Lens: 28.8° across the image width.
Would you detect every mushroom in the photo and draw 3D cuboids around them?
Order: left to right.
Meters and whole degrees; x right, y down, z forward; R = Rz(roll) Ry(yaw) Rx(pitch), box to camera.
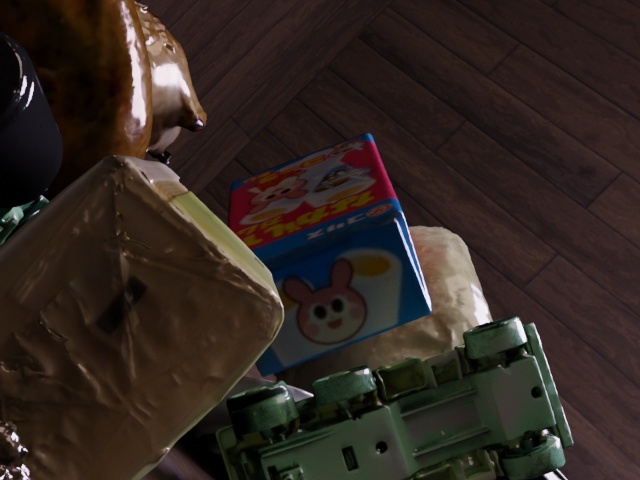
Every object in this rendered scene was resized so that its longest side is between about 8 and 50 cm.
[{"bbox_3d":[-0.259,-0.183,1.048,0.345,0.259,0.346,27,-48,34],"label":"mushroom"}]

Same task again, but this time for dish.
[{"bbox_3d":[-0.061,0.174,1.053,0.141,0.078,0.141,7,-24,3],"label":"dish"}]

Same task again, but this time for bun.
[{"bbox_3d":[0.070,0.165,1.246,0.352,0.227,0.349,167,-85,-87],"label":"bun"}]

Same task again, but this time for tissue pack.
[{"bbox_3d":[-0.112,0.045,0.663,0.125,0.159,0.234,45,-1,-4],"label":"tissue pack"}]

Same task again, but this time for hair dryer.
[{"bbox_3d":[-0.234,-0.141,0.722,0.248,0.070,0.114,57,-11,13],"label":"hair dryer"}]

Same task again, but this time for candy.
[{"bbox_3d":[0.000,0.001,1.129,0.306,0.157,0.100,-100,169,-74],"label":"candy"}]

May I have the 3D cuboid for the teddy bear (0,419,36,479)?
[{"bbox_3d":[-0.131,0.077,0.395,0.160,0.078,0.119,46,3,3],"label":"teddy bear"}]

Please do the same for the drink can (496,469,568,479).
[{"bbox_3d":[0.125,0.263,1.013,0.118,0.205,0.118,46,0,0],"label":"drink can"}]

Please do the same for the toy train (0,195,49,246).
[{"bbox_3d":[-0.281,-0.086,0.837,0.269,0.115,0.154,46,-6,6],"label":"toy train"}]

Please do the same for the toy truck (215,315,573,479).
[{"bbox_3d":[0.052,0.144,0.958,0.135,0.259,0.128,149,-77,-81],"label":"toy truck"}]
